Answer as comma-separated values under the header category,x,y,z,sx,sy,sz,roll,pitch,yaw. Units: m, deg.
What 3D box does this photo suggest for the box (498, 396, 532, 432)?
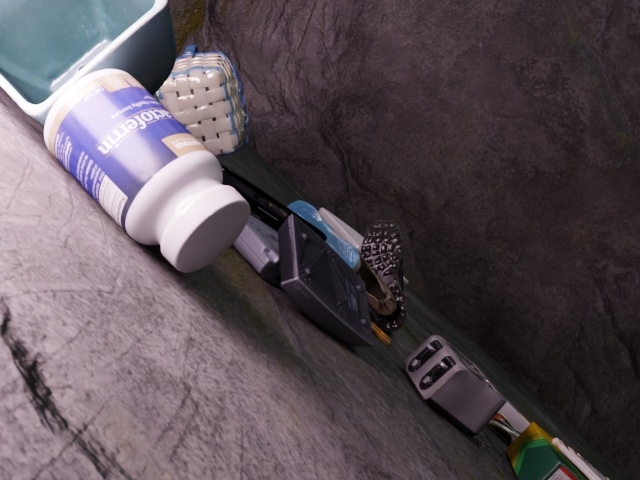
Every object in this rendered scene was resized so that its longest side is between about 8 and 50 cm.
category,x,y,z,sx,sy,sz,roll,pitch,yaw
box,0.473,0.447,2.082,0.324,0.067,0.063,43,5,19

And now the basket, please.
category,x,y,z,sx,sy,sz,roll,pitch,yaw
basket,-0.265,-0.294,1.742,0.289,0.201,0.255,-95,174,-75

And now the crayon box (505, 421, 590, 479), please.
category,x,y,z,sx,sy,sz,roll,pitch,yaw
crayon box,0.570,0.567,1.660,0.363,0.106,0.313,42,6,3

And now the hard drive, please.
category,x,y,z,sx,sy,sz,roll,pitch,yaw
hard drive,0.008,0.083,1.471,0.254,0.054,0.172,44,28,-41

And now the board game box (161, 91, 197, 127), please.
category,x,y,z,sx,sy,sz,roll,pitch,yaw
board game box,-0.410,-0.362,2.072,0.224,0.097,0.303,42,7,-8

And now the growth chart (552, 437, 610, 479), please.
category,x,y,z,sx,sy,sz,roll,pitch,yaw
growth chart,0.573,0.488,1.627,0.237,0.021,0.172,38,5,-33

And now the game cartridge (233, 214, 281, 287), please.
category,x,y,z,sx,sy,sz,roll,pitch,yaw
game cartridge,-0.082,0.033,1.574,0.196,0.060,0.294,50,10,35

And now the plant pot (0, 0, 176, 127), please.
category,x,y,z,sx,sy,sz,roll,pitch,yaw
plant pot,-0.366,-0.287,1.212,0.247,0.248,0.252,43,-10,15

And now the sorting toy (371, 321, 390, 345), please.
category,x,y,z,sx,sy,sz,roll,pitch,yaw
sorting toy,0.043,0.109,1.839,0.347,0.047,0.196,41,6,-11

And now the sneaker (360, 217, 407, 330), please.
category,x,y,z,sx,sy,sz,roll,pitch,yaw
sneaker,0.163,0.089,2.027,0.124,0.107,0.283,41,46,-79

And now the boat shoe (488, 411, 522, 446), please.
category,x,y,z,sx,sy,sz,roll,pitch,yaw
boat shoe,0.462,0.476,1.934,0.137,0.049,0.043,45,49,10

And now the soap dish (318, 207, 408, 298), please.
category,x,y,z,sx,sy,sz,roll,pitch,yaw
soap dish,0.087,0.054,2.162,0.291,0.118,0.229,36,9,-46

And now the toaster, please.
category,x,y,z,sx,sy,sz,roll,pitch,yaw
toaster,0.281,0.305,1.667,0.185,0.110,0.168,40,7,-20

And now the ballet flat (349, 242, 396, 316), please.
category,x,y,z,sx,sy,sz,roll,pitch,yaw
ballet flat,0.094,0.082,1.936,0.250,0.084,0.058,50,-14,10

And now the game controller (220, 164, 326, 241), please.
category,x,y,z,sx,sy,sz,roll,pitch,yaw
game controller,-0.132,-0.072,1.680,0.319,0.067,0.166,33,-24,-32

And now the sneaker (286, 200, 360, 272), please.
category,x,y,z,sx,sy,sz,roll,pitch,yaw
sneaker,0.000,0.000,1.865,0.228,0.087,0.092,45,-6,20

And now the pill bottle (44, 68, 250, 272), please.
category,x,y,z,sx,sy,sz,roll,pitch,yaw
pill bottle,-0.225,-0.090,1.054,0.264,0.153,0.153,43,6,16

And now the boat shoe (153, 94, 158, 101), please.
category,x,y,z,sx,sy,sz,roll,pitch,yaw
boat shoe,-0.387,-0.282,1.572,0.302,0.113,0.103,45,1,22
